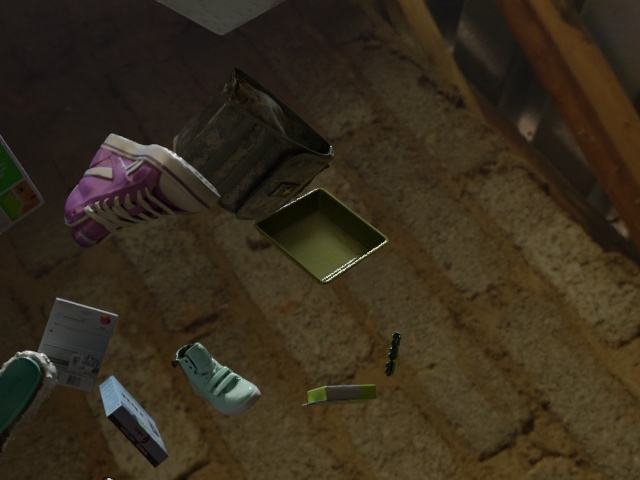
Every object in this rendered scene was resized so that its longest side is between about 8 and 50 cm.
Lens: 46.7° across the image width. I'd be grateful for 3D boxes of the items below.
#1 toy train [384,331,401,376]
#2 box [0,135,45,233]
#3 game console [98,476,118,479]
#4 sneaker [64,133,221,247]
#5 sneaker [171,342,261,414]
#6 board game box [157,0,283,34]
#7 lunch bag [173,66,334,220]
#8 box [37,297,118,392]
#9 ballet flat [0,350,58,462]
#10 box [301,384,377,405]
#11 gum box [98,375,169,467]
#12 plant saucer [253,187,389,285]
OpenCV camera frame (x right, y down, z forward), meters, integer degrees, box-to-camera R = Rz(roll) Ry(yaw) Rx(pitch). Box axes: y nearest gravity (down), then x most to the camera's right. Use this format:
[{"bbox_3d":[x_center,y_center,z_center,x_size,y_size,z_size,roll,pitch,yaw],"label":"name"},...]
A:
[{"bbox_3d":[0.130,0.200,1.309,0.017,0.023,0.083,16,-79,21],"label":"toy train"},{"bbox_3d":[-0.603,-0.082,1.111,0.126,0.262,0.231,13,-44,46],"label":"box"},{"bbox_3d":[-0.214,0.587,1.230,0.386,0.060,0.342,17,-56,18],"label":"game console"},{"bbox_3d":[-0.248,-0.044,0.987,0.282,0.161,0.102,17,-21,51],"label":"sneaker"},{"bbox_3d":[-0.258,0.324,1.773,0.255,0.094,0.151,6,-49,47],"label":"sneaker"},{"bbox_3d":[-0.292,-0.591,1.567,0.389,0.050,0.390,23,-12,-29],"label":"board game box"},{"bbox_3d":[-0.141,-0.176,1.574,0.287,0.235,0.169,32,33,-28],"label":"lunch bag"},{"bbox_3d":[-0.569,0.242,1.710,0.038,0.145,0.186,7,-101,69],"label":"box"},{"bbox_3d":[-0.697,0.415,1.563,0.147,0.409,0.147,39,-9,8],"label":"ballet flat"},{"bbox_3d":[0.049,0.419,2.001,0.109,0.178,0.043,-34,-124,56],"label":"box"},{"bbox_3d":[-0.401,0.383,1.582,0.157,0.041,0.184,55,-11,-20],"label":"gum box"},{"bbox_3d":[0.000,0.000,1.388,0.188,0.188,0.045,39,-41,24],"label":"plant saucer"}]
